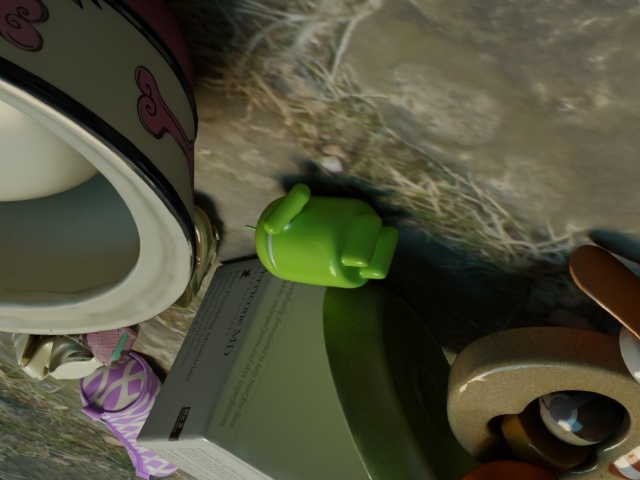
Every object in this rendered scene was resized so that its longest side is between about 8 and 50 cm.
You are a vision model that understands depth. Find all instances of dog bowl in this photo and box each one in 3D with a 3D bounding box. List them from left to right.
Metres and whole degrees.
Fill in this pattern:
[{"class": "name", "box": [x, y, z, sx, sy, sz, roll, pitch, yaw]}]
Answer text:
[{"class": "dog bowl", "box": [-0.265, -0.092, 1.083, 0.408, 0.150, 0.408, 10, 153, 5]}]

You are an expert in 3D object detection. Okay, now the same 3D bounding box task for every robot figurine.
[{"class": "robot figurine", "box": [0.000, 0.000, 1.206, 0.115, 0.067, 0.101, 5, 163, 38]}]

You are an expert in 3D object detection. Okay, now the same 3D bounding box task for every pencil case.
[{"class": "pencil case", "box": [-0.205, 0.198, 1.823, 0.086, 0.088, 0.206, 16, 158, 23]}]

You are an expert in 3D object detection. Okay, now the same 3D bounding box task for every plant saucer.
[{"class": "plant saucer", "box": [0.074, 0.133, 1.273, 0.037, 0.241, 0.241, -23, 138, 18]}]

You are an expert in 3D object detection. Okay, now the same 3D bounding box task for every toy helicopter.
[{"class": "toy helicopter", "box": [0.269, 0.123, 1.166, 0.355, 0.140, 0.235, 8, 138, 1]}]

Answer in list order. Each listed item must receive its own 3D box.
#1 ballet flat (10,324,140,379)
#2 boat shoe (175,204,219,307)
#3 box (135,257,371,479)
[{"class": "ballet flat", "box": [-0.272, 0.108, 1.699, 0.077, 0.079, 0.221, 38, 154, -33]}, {"class": "boat shoe", "box": [-0.111, 0.004, 1.369, 0.056, 0.048, 0.153, 32, 153, 12]}, {"class": "box", "box": [-0.028, 0.134, 1.383, 0.182, 0.181, 0.119, 36, 154, -26]}]
